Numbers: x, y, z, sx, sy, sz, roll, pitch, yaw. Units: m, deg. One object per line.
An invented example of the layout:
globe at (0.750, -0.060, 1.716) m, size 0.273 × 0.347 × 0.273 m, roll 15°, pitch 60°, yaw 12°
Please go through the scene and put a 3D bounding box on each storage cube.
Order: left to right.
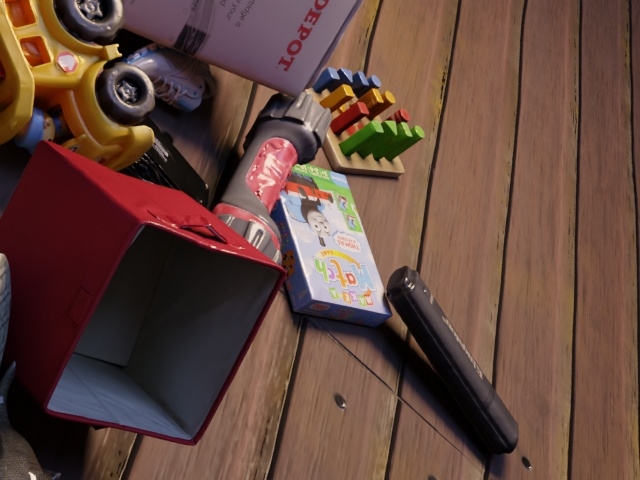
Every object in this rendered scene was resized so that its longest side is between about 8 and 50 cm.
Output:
storage cube at (-0.186, 0.049, 1.404) m, size 0.184 × 0.215 × 0.193 m, roll 20°, pitch 12°, yaw -44°

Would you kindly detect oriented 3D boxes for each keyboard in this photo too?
keyboard at (-0.198, -0.094, 1.744) m, size 0.192 × 0.038 × 0.100 m, roll 50°, pitch 22°, yaw -26°

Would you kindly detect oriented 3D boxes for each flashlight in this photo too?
flashlight at (-0.061, -0.059, 1.788) m, size 0.103 × 0.103 × 0.304 m, roll 35°, pitch 45°, yaw -10°

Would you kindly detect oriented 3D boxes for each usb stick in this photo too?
usb stick at (0.172, 0.156, 1.972) m, size 0.278 × 0.045 × 0.077 m, roll 56°, pitch 25°, yaw -15°

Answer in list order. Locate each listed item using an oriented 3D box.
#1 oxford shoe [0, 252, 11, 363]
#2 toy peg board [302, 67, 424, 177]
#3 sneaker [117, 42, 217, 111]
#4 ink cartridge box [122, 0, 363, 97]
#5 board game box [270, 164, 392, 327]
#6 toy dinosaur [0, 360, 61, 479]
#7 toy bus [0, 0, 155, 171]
oxford shoe at (-0.347, 0.186, 1.184) m, size 0.130 × 0.169 × 0.449 m, roll 8°, pitch 51°, yaw -1°
toy peg board at (0.062, -0.179, 2.141) m, size 0.161 × 0.079 × 0.160 m, roll 2°, pitch 59°, yaw -54°
sneaker at (-0.178, -0.191, 1.828) m, size 0.191 × 0.071 × 0.083 m, roll -22°, pitch 85°, yaw -59°
ink cartridge box at (-0.134, -0.374, 1.768) m, size 0.395 × 0.285 × 0.166 m, roll 20°, pitch 22°, yaw -32°
board game box at (0.000, 0.000, 1.921) m, size 0.160 × 0.039 × 0.211 m, roll 14°, pitch 51°, yaw -49°
toy dinosaur at (-0.228, 0.247, 1.217) m, size 0.160 × 0.121 × 0.313 m, roll 61°, pitch 32°, yaw -74°
toy bus at (-0.300, -0.162, 1.566) m, size 0.211 × 0.149 × 0.220 m, roll -19°, pitch 85°, yaw -42°
